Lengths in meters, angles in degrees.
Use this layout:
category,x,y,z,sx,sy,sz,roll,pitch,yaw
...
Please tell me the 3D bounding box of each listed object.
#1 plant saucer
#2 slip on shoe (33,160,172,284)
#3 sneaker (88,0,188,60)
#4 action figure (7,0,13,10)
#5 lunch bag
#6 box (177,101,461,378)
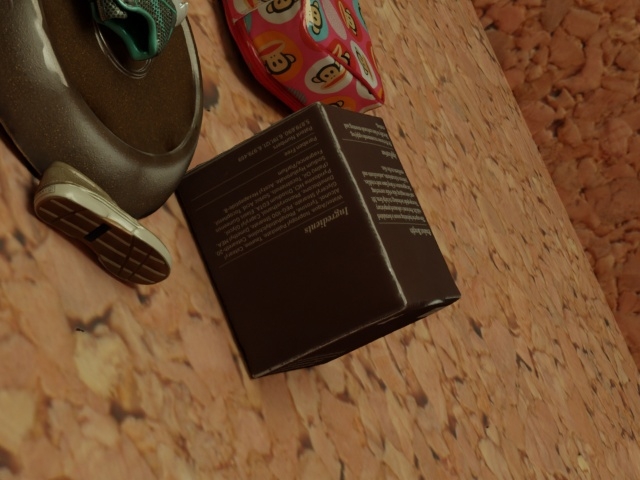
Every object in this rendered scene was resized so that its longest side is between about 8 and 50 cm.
category,x,y,z,sx,sy,sz,roll,pitch,yaw
plant saucer,-0.183,-0.172,1.069,0.310,0.050,0.311,46,35,-46
slip on shoe,-0.166,-0.013,0.991,0.135,0.051,0.041,35,36,-37
sneaker,-0.163,-0.209,1.003,0.166,0.065,0.076,48,39,-40
action figure,-0.304,-0.274,0.887,0.285,0.099,0.185,53,40,-3
lunch bag,-0.020,-0.284,1.554,0.258,0.120,0.293,34,35,-53
box,0.000,0.000,1.198,0.168,0.167,0.203,2,63,-67
